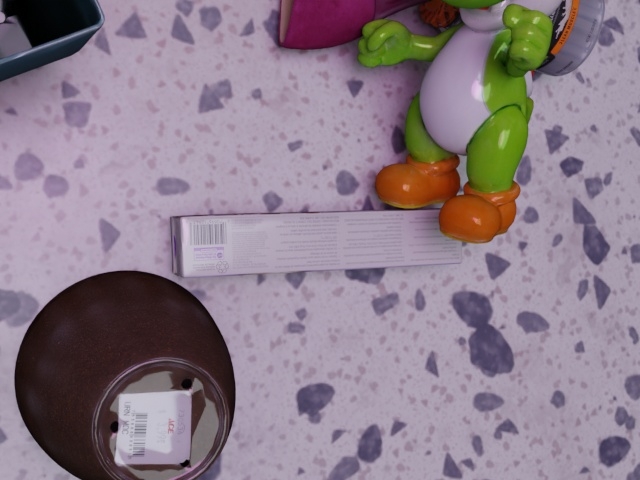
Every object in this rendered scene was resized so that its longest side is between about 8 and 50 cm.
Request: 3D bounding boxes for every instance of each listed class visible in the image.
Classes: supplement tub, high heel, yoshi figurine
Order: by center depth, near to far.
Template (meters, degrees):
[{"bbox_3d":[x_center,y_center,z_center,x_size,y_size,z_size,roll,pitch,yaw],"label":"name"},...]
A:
[{"bbox_3d":[0.139,-0.187,0.780,0.203,0.203,0.362,10,111,0],"label":"yoshi figurine"},{"bbox_3d":[-0.018,-0.396,0.830,0.181,0.127,0.377,-23,95,-13],"label":"high heel"},{"bbox_3d":[0.218,-0.268,0.922,0.190,0.117,0.117,12,87,-20],"label":"supplement tub"}]

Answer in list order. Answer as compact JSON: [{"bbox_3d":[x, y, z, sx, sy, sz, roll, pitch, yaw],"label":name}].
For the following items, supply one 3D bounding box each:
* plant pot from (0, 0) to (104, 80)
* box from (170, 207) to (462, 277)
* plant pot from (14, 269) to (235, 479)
[{"bbox_3d":[-0.302,-0.201,0.662,0.166,0.234,0.165,-27,100,-19],"label":"plant pot"},{"bbox_3d":[0.000,0.000,0.873,0.324,0.063,0.067,-3,94,-21],"label":"box"},{"bbox_3d":[-0.164,0.142,0.725,0.215,0.230,0.215,-1,92,-20],"label":"plant pot"}]
